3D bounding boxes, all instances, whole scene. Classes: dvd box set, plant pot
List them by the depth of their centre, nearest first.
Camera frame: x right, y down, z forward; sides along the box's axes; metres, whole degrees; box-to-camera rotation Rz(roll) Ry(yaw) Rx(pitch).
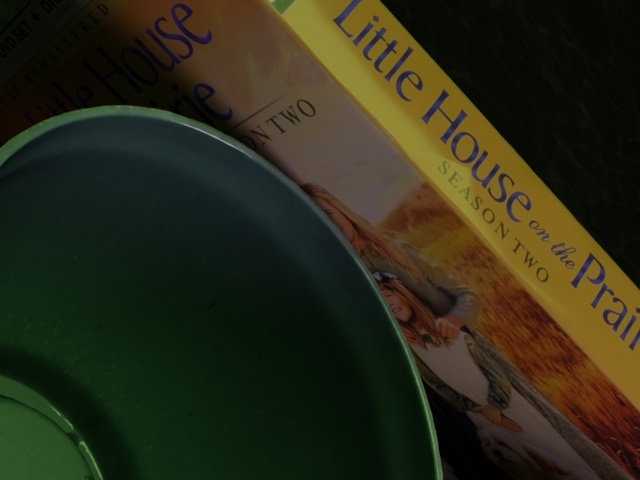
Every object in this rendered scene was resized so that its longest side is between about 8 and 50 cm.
[{"bbox_3d":[-0.108,0.110,0.658,0.293,0.196,0.293,28,48,-36],"label":"plant pot"},{"bbox_3d":[0.000,0.000,0.791,0.420,0.307,0.062,47,57,-14],"label":"dvd box set"}]
